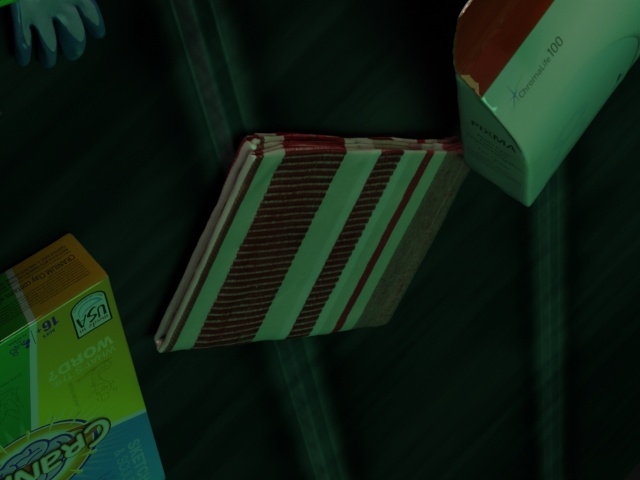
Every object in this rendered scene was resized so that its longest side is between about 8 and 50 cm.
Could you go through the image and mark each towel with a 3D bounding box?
[{"bbox_3d":[0.000,0.000,1.368,0.329,0.037,0.237,-3,127,-47],"label":"towel"}]

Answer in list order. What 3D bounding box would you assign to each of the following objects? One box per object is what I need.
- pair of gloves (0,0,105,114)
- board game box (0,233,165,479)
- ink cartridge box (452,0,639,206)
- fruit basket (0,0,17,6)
[{"bbox_3d":[-0.228,-0.153,0.949,0.198,0.023,0.159,-38,145,-17],"label":"pair of gloves"},{"bbox_3d":[-0.269,0.172,1.202,0.242,0.064,0.316,-34,145,-21],"label":"board game box"},{"bbox_3d":[0.245,-0.221,1.243,0.308,0.091,0.385,-52,167,-7],"label":"ink cartridge box"},{"bbox_3d":[-0.292,-0.225,0.474,0.392,0.283,0.392,3,87,-64],"label":"fruit basket"}]
